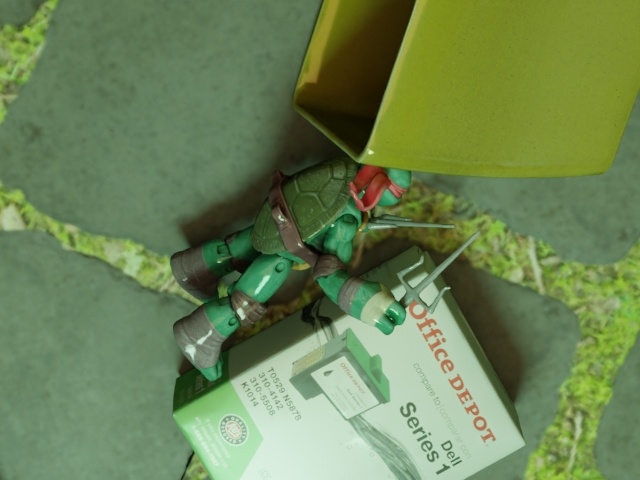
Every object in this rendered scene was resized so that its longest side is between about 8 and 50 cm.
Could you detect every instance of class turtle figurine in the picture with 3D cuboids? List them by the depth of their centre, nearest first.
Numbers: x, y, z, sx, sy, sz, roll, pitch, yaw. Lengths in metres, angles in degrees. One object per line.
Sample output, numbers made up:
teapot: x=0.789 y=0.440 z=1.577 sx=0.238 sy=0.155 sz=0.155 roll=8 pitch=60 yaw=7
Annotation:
turtle figurine: x=0.000 y=0.000 z=1.305 sx=0.234 sy=0.175 sz=0.118 roll=-29 pitch=111 yaw=20

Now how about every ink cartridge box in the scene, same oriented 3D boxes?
ink cartridge box: x=0.022 y=0.128 z=1.372 sx=0.219 sy=0.092 sz=0.160 roll=-30 pitch=101 yaw=5

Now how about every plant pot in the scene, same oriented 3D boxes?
plant pot: x=0.119 y=-0.149 z=1.273 sx=0.187 sy=0.212 sz=0.212 roll=16 pitch=100 yaw=-17
